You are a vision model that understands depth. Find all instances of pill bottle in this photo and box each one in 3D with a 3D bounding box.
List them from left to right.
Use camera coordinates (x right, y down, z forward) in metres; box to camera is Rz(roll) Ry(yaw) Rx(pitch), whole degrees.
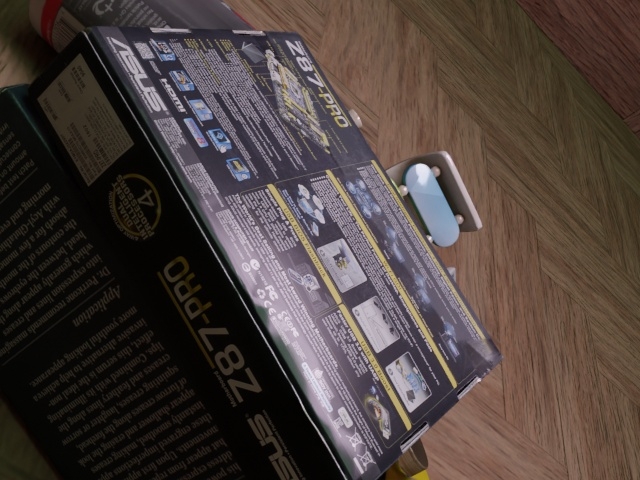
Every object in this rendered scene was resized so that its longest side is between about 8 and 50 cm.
[{"bbox_3d":[-0.168,-0.211,1.060,0.318,0.176,0.176,42,31,4],"label":"pill bottle"}]

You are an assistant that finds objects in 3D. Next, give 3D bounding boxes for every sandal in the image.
[{"bbox_3d":[0.057,0.196,1.128,0.088,0.079,0.240,47,17,-43],"label":"sandal"}]

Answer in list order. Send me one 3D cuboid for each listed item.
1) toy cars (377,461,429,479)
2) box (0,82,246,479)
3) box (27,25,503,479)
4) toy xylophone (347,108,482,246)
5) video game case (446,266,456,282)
[{"bbox_3d":[0.067,0.355,0.985,0.176,0.087,0.394,56,31,1],"label":"toy cars"},{"bbox_3d":[-0.147,0.047,0.869,0.395,0.212,0.293,55,30,-1],"label":"box"},{"bbox_3d":[-0.025,-0.001,0.785,0.395,0.097,0.318,58,33,6],"label":"box"},{"bbox_3d":[0.029,-0.014,1.123,0.236,0.323,0.081,54,-13,-16],"label":"toy xylophone"},{"bbox_3d":[0.173,0.129,1.345,0.157,0.019,0.143,-29,118,-59],"label":"video game case"}]
